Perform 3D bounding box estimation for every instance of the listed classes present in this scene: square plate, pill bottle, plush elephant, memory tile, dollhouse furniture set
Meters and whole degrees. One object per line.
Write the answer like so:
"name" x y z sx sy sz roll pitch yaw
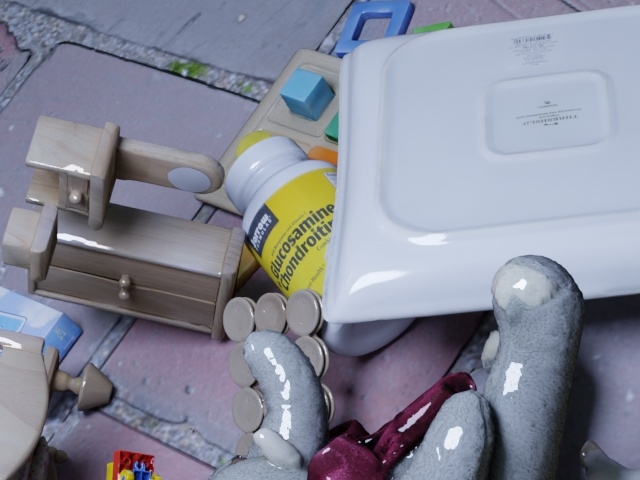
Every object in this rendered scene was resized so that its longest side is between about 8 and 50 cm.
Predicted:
"square plate" 0.176 -0.082 1.457 0.347 0.049 0.344 -6 41 9
"pill bottle" 0.000 0.000 1.524 0.103 0.103 0.184 -39 58 -2
"plush elephant" 0.029 0.169 1.282 0.255 0.272 0.330 10 83 7
"memory tile" -0.031 0.114 1.474 0.113 0.012 0.148 -10 82 45
"dollhouse furniture set" -0.179 0.138 1.451 0.174 0.303 0.355 12 57 -1

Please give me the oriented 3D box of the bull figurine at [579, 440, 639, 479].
"bull figurine" 0.255 0.223 1.224 0.188 0.101 0.310 2 56 33

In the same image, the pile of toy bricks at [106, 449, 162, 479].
"pile of toy bricks" -0.142 0.277 1.428 0.105 0.118 0.212 -25 57 51

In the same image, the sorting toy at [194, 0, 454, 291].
"sorting toy" -0.006 -0.090 1.659 0.196 0.047 0.347 19 67 39

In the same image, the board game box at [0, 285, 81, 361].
"board game box" -0.339 0.108 1.704 0.211 0.039 0.160 19 66 38
